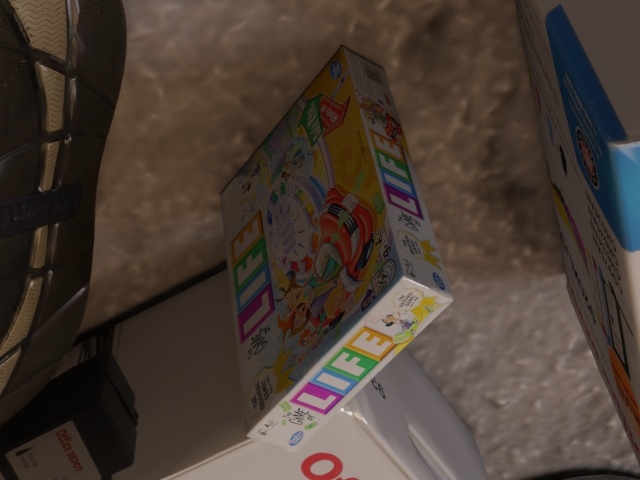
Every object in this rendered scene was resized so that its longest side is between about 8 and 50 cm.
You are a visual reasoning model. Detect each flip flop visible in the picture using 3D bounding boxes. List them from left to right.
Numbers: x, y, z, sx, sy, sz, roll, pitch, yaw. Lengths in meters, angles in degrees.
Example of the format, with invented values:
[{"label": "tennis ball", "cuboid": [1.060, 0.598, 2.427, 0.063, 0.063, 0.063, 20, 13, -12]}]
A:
[{"label": "flip flop", "cuboid": [-0.161, -0.011, 0.549, 0.112, 0.080, 0.277, -17, 132, -50]}]

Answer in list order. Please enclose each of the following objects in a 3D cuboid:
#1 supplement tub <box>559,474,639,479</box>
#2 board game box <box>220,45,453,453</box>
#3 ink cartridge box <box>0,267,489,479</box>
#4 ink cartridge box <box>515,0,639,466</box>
[{"label": "supplement tub", "cuboid": [0.191, 0.318, 0.745, 0.193, 0.316, 0.193, -5, 132, -6]}, {"label": "board game box", "cuboid": [0.000, 0.000, 0.536, 0.026, 0.154, 0.103, 25, 123, -28]}, {"label": "ink cartridge box", "cuboid": [-0.076, 0.162, 0.684, 0.307, 0.129, 0.223, -27, 130, 14]}, {"label": "ink cartridge box", "cuboid": [0.192, -0.025, 0.535, 0.168, 0.171, 0.232, -16, 132, 5]}]
